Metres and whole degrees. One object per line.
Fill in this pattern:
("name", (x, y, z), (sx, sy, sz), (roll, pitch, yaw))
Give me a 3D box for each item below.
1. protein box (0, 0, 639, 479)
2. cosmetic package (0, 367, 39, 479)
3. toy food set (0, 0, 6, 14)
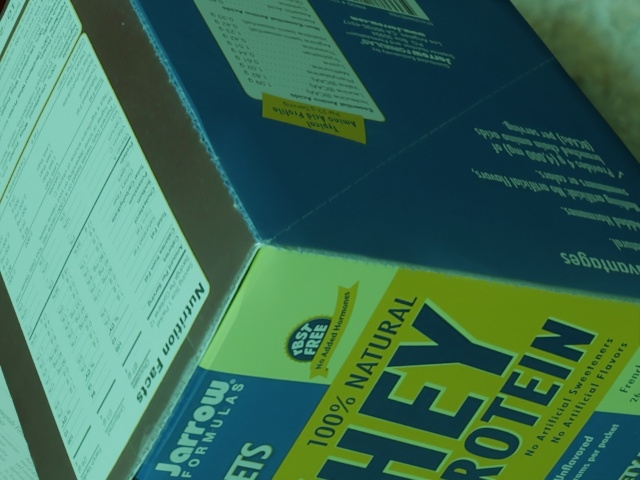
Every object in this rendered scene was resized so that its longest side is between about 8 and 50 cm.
("protein box", (0.000, 0.000, 0.588), (0.136, 0.199, 0.201), (-60, 40, 29))
("cosmetic package", (-0.165, 0.049, 0.675), (0.099, 0.239, 0.060), (-30, 31, 10))
("toy food set", (-0.154, -0.112, 0.671), (0.232, 0.104, 0.111), (-22, 35, 21))
